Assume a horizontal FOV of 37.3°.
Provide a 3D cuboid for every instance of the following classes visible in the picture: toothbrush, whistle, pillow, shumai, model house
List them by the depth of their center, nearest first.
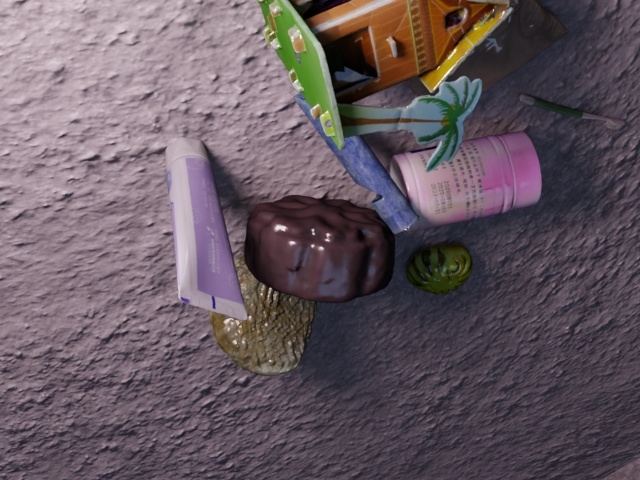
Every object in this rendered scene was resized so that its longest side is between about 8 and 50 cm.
[{"bbox_3d":[0.104,-0.304,1.455,0.324,0.300,0.340,-24,139,-5],"label":"model house"},{"bbox_3d":[0.277,-0.324,1.630,0.270,0.067,0.173,-35,140,19],"label":"pillow"},{"bbox_3d":[0.065,-0.145,1.664,0.062,0.062,0.304,-34,102,18],"label":"whistle"},{"bbox_3d":[0.482,-0.245,1.816,0.257,0.018,0.024,10,138,-28],"label":"toothbrush"},{"bbox_3d":[-0.140,0.135,1.927,0.225,0.222,0.260,-15,108,-30],"label":"shumai"}]

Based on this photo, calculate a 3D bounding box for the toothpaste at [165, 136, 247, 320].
[{"bbox_3d":[-0.199,-0.028,1.562,0.125,0.371,0.080,21,125,-35],"label":"toothpaste"}]

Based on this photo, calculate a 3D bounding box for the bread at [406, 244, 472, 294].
[{"bbox_3d":[0.258,0.065,2.035,0.139,0.071,0.130,9,136,-26],"label":"bread"}]

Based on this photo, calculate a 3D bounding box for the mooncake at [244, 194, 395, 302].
[{"bbox_3d":[0.000,0.000,1.739,0.283,0.283,0.141,1,111,-18],"label":"mooncake"}]

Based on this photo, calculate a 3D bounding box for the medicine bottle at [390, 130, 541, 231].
[{"bbox_3d":[0.271,-0.112,1.789,0.254,0.152,0.152,-11,138,-7],"label":"medicine bottle"}]
